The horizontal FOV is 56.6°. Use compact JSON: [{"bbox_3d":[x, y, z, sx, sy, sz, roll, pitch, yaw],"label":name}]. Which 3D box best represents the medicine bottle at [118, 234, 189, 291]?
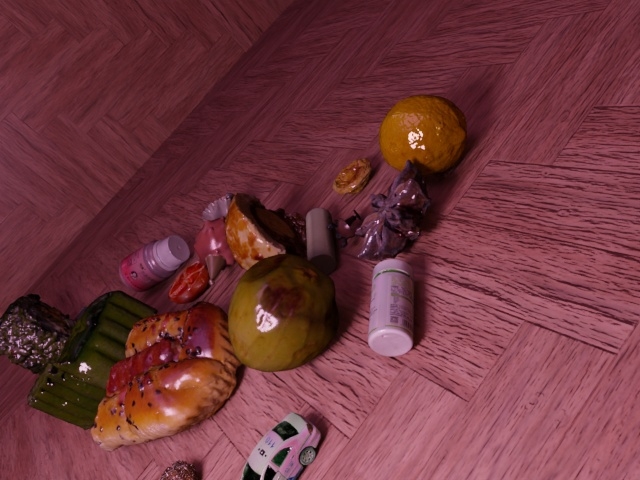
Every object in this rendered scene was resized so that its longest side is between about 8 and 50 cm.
[{"bbox_3d":[-0.575,0.076,2.065,0.247,0.147,0.147,-28,33,28],"label":"medicine bottle"}]

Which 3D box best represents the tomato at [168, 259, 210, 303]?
[{"bbox_3d":[-0.389,0.135,1.831,0.156,0.069,0.155,-34,28,21],"label":"tomato"}]

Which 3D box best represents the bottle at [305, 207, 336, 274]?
[{"bbox_3d":[0.000,0.000,1.516,0.072,0.072,0.201,-33,32,19],"label":"bottle"}]

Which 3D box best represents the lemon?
[{"bbox_3d":[0.241,-0.248,1.408,0.231,0.192,0.192,1,52,44],"label":"lemon"}]

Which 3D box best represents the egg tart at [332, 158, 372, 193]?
[{"bbox_3d":[0.093,-0.172,1.639,0.130,0.052,0.130,-32,32,23],"label":"egg tart"}]

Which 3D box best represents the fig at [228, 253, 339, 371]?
[{"bbox_3d":[-0.089,0.166,1.272,0.271,0.239,0.239,-51,24,29],"label":"fig"}]

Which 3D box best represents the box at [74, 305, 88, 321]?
[{"bbox_3d":[-0.859,0.292,2.219,0.122,0.069,0.084,-3,48,50],"label":"box"}]

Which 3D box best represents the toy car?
[{"bbox_3d":[-0.093,0.421,1.094,0.224,0.076,0.090,-52,32,-14],"label":"toy car"}]

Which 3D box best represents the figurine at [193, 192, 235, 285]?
[{"bbox_3d":[-0.295,-0.010,1.825,0.387,0.166,0.207,-96,27,-57],"label":"figurine"}]

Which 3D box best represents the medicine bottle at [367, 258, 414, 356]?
[{"bbox_3d":[0.140,0.130,1.164,0.086,0.086,0.183,-26,34,30],"label":"medicine bottle"}]

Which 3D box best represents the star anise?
[{"bbox_3d":[0.177,-0.055,1.336,0.235,0.109,0.223,-69,12,-13],"label":"star anise"}]

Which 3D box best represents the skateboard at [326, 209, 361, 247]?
[{"bbox_3d":[0.063,-0.039,1.474,0.080,0.067,0.151,-37,7,6],"label":"skateboard"}]

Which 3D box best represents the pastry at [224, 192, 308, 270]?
[{"bbox_3d":[-0.157,0.003,1.564,0.170,0.237,0.256,-53,26,24],"label":"pastry"}]

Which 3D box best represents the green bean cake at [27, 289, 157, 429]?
[{"bbox_3d":[-0.648,0.331,1.707,0.335,0.218,0.319,-44,23,31],"label":"green bean cake"}]

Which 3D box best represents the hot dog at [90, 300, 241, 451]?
[{"bbox_3d":[-0.361,0.321,1.449,0.366,0.196,0.367,-15,43,36],"label":"hot dog"}]

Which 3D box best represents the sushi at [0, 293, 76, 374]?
[{"bbox_3d":[-0.971,0.337,2.072,0.178,0.294,0.352,-56,17,-6],"label":"sushi"}]

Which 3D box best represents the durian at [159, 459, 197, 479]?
[{"bbox_3d":[-0.296,0.506,1.244,0.080,0.080,0.091,-36,42,15],"label":"durian"}]
